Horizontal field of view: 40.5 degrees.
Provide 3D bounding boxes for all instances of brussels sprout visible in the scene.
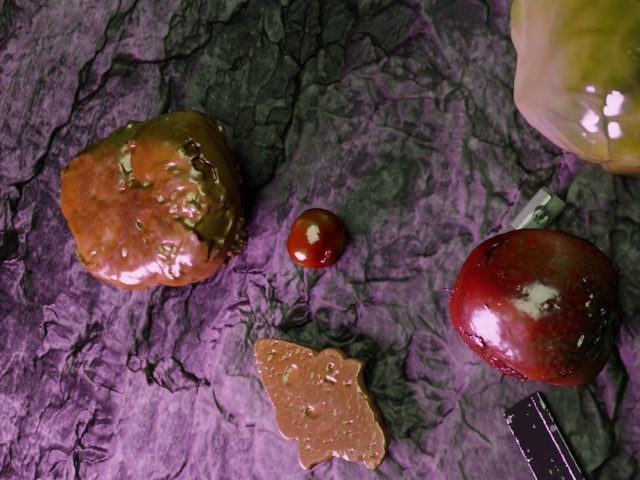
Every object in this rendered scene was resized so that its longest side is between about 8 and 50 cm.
[{"bbox_3d":[0.366,-0.217,0.896,0.344,0.268,0.344,30,126,53],"label":"brussels sprout"}]

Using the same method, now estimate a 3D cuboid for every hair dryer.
[{"bbox_3d":[0.254,-0.026,1.012,0.038,0.124,0.063,41,104,6],"label":"hair dryer"}]

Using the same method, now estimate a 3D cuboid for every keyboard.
[{"bbox_3d":[0.280,0.274,1.006,0.060,0.018,0.196,-36,66,28],"label":"keyboard"}]

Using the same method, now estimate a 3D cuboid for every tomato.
[{"bbox_3d":[0.000,0.000,1.173,0.075,0.087,0.087,26,95,27],"label":"tomato"}]

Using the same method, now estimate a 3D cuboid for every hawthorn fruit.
[{"bbox_3d":[0.224,0.076,0.991,0.235,0.181,0.181,3,83,45],"label":"hawthorn fruit"}]

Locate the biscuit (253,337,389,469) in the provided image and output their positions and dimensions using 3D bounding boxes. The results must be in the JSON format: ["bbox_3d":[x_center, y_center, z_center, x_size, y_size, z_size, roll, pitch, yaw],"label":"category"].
[{"bbox_3d":[-0.003,0.213,1.166,0.250,0.035,0.162,40,97,28],"label":"biscuit"}]

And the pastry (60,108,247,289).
[{"bbox_3d":[-0.231,-0.056,1.268,0.310,0.161,0.255,0,91,34],"label":"pastry"}]
